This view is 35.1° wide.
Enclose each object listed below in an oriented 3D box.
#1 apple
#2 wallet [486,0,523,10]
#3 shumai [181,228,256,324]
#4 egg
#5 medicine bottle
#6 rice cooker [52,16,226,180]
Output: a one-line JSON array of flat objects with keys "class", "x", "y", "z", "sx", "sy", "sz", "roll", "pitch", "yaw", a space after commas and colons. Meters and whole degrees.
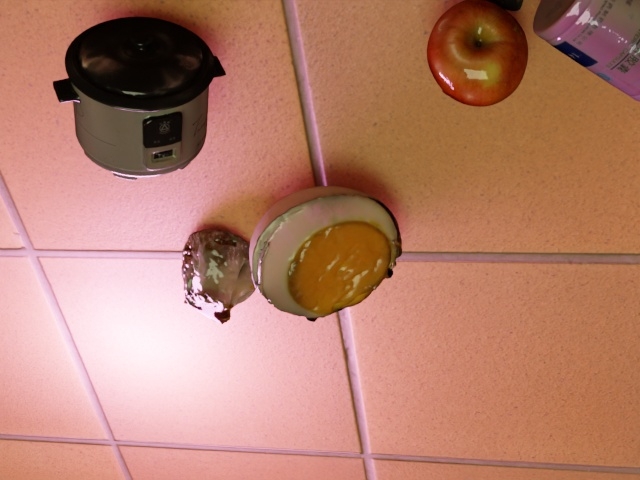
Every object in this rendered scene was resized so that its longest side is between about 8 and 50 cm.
[{"class": "apple", "x": 0.243, "y": -0.287, "z": 1.566, "sx": 0.163, "sy": 0.163, "sz": 0.139, "roll": 7, "pitch": 171, "yaw": 6}, {"class": "wallet", "x": 0.285, "y": -0.422, "z": 1.527, "sx": 0.082, "sy": 0.018, "sz": 0.157, "roll": 14, "pitch": 135, "yaw": 0}, {"class": "shumai", "x": -0.214, "y": 0.076, "z": 2.019, "sx": 0.184, "sy": 0.142, "sz": 0.184, "roll": 5, "pitch": 136, "yaw": 5}, {"class": "egg", "x": -0.002, "y": -0.003, "z": 1.889, "sx": 0.286, "sy": 0.174, "sz": 0.264, "roll": -21, "pitch": 126, "yaw": -4}, {"class": "medicine bottle", "x": 0.462, "y": -0.306, "z": 1.504, "sx": 0.254, "sy": 0.152, "sz": 0.152, "roll": 29, "pitch": 132, "yaw": -13}, {"class": "rice cooker", "x": -0.296, "y": -0.245, "z": 1.672, "sx": 0.280, "sy": 0.241, "sz": 0.227, "roll": -11, "pitch": 140, "yaw": -19}]
